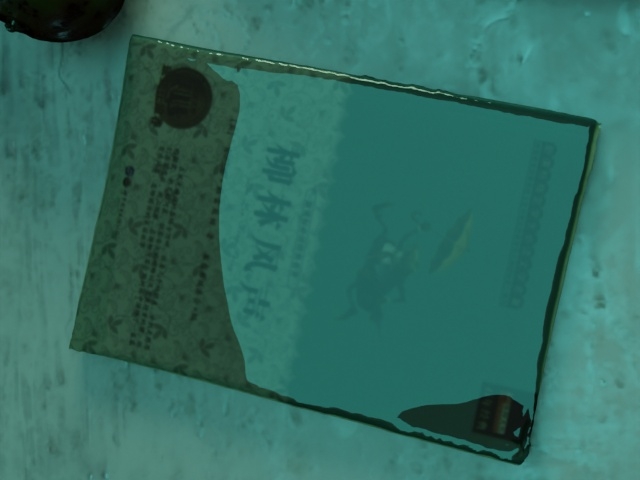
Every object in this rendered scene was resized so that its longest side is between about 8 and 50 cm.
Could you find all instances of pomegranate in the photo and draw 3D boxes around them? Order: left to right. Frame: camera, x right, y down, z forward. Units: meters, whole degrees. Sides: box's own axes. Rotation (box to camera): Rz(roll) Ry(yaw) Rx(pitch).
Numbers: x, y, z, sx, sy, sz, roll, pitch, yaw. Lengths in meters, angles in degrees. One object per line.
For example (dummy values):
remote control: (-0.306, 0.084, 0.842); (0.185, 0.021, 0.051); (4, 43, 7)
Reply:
pomegranate: (-0.205, -0.229, 0.844); (0.129, 0.129, 0.159); (14, 49, 15)

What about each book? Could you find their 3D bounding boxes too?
book: (0.000, 0.000, 0.821); (0.379, 0.031, 0.264); (12, 93, 15)
